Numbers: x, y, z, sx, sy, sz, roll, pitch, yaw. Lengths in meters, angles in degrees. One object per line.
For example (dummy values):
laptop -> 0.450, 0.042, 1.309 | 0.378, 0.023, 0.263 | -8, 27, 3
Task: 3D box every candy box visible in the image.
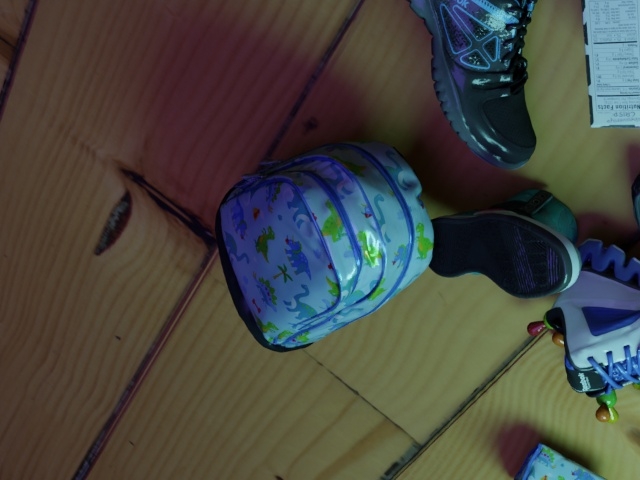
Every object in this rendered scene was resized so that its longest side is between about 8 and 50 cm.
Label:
candy box -> 0.348, -0.264, 1.134 | 0.071, 0.159, 0.233 | 4, 125, 27

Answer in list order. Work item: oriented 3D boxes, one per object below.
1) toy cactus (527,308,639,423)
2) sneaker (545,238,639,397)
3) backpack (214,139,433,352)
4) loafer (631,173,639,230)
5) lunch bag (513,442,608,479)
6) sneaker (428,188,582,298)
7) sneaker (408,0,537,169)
toy cactus -> 0.416, 0.155, 1.412 | 0.219, 0.112, 0.180 | 46, 122, 10
sneaker -> 0.415, 0.140, 1.280 | 0.315, 0.182, 0.127 | 30, 164, 41
backpack -> 0.000, 0.000, 1.436 | 0.356, 0.273, 0.290 | -20, 85, 38
loafer -> 0.461, 0.014, 1.300 | 0.076, 0.078, 0.223 | -18, 107, 38
lunch bag -> 0.374, 0.394, 1.581 | 0.129, 0.096, 0.151 | 28, 158, 14
sneaker -> 0.284, 0.004, 1.328 | 0.295, 0.178, 0.123 | 13, 114, 62
sneaker -> 0.210, -0.248, 1.262 | 0.140, 0.125, 0.340 | -15, 110, 35
